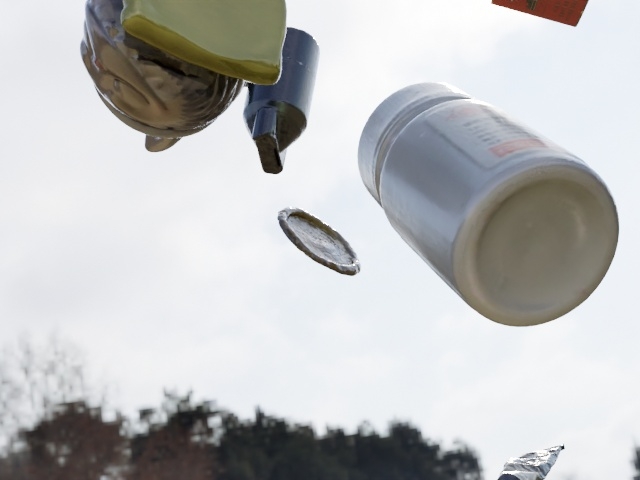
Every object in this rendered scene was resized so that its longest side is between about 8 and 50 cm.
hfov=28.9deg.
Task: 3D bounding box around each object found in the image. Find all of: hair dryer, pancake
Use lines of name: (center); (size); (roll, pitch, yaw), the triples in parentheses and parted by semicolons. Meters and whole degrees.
hair dryer: (-0.164, -0.251, 2.097); (0.302, 0.244, 0.116); (9, -35, 2)
pancake: (-0.001, 0.001, 2.333); (0.199, 0.199, 0.021); (12, -59, -51)

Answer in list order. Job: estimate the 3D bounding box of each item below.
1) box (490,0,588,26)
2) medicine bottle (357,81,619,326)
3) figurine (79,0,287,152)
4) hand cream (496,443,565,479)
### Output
box: (0.315, -0.349, 1.773); (0.133, 0.023, 0.090); (17, -17, 2)
medicine bottle: (0.191, -0.058, 1.529); (0.211, 0.211, 0.371); (-4, 22, -16)
figurine: (-0.227, -0.309, 1.760); (0.266, 0.361, 0.377); (33, -34, -23)
hand cream: (0.347, 0.390, 2.075); (0.075, 0.052, 0.248); (-2, 2, 24)
